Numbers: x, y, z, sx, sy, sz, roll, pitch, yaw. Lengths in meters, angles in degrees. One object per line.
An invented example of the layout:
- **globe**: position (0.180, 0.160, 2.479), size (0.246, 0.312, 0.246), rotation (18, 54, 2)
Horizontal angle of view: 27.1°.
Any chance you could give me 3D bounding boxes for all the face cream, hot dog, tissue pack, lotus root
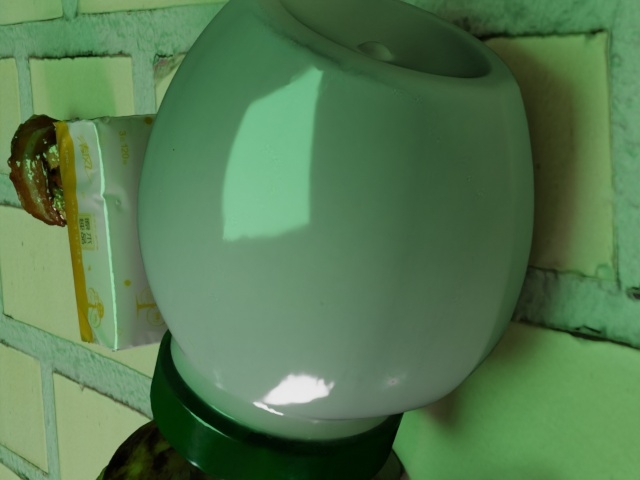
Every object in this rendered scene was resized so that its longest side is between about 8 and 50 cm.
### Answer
- **face cream**: position (0.000, 0.000, 1.021), size (0.312, 0.219, 0.357), rotation (27, 120, 19)
- **hot dog**: position (-0.336, -0.087, 1.684), size (0.213, 0.103, 0.146), rotation (8, 102, 56)
- **tissue pack**: position (-0.154, -0.017, 1.329), size (0.124, 0.185, 0.225), rotation (1, 98, 58)
- **lotus root**: position (-0.120, 0.247, 1.304), size (0.314, 0.141, 0.169), rotation (-7, 46, 36)

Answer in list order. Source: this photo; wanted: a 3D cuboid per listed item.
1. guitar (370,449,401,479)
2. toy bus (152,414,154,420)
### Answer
- **guitar**: position (-0.007, 0.132, 1.241), size (0.271, 0.084, 0.038), rotation (66, 147, 36)
- **toy bus**: position (-0.151, 0.243, 1.463), size (0.089, 0.087, 0.194), rotation (-149, 65, -67)
